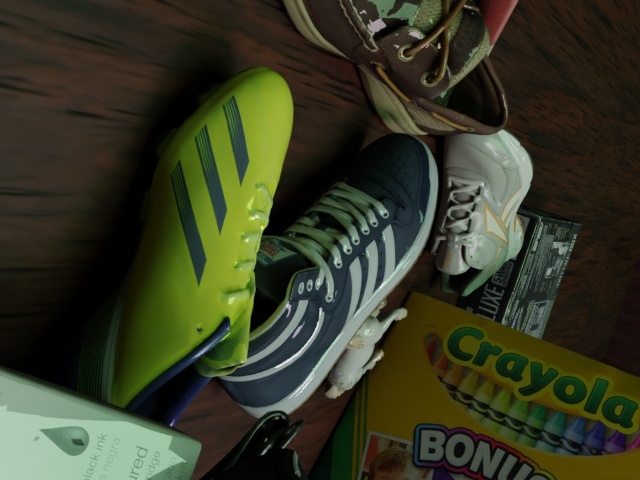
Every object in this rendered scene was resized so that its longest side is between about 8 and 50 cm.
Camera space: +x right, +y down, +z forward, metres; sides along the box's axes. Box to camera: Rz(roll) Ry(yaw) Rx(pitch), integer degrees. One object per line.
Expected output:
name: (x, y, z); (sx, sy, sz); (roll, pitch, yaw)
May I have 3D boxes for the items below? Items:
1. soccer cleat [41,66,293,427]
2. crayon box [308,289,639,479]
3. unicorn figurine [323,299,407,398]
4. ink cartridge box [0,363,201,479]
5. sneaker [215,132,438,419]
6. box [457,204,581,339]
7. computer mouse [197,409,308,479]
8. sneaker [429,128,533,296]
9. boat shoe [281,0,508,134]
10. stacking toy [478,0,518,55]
soccer cleat: (-0.075, 0.025, 0.511); (0.289, 0.121, 0.093); (-62, 151, -11)
crayon box: (0.191, 0.261, 0.861); (0.313, 0.363, 0.106); (-60, 149, -16)
unicorn figurine: (0.035, 0.096, 0.805); (0.111, 0.060, 0.162); (-29, 131, -50)
ink cartridge box: (-0.179, 0.120, 0.331); (0.218, 0.092, 0.158); (30, 69, -34)
sneaker: (0.000, 0.000, 0.646); (0.282, 0.099, 0.153); (-57, 151, -16)
box: (0.279, 0.102, 1.202); (0.242, 0.076, 0.307); (1, 107, -60)
computer mouse: (-0.076, 0.170, 0.427); (0.184, 0.060, 0.262); (-41, -171, -5)
sneaker: (0.174, -0.026, 0.930); (0.121, 0.099, 0.262); (-50, 145, -23)
boat shoe: (0.078, -0.172, 0.640); (0.123, 0.123, 0.342); (-64, 151, -10)
stacking toy: (0.172, -0.335, 0.767); (0.309, 0.130, 0.279); (-61, 176, -9)
